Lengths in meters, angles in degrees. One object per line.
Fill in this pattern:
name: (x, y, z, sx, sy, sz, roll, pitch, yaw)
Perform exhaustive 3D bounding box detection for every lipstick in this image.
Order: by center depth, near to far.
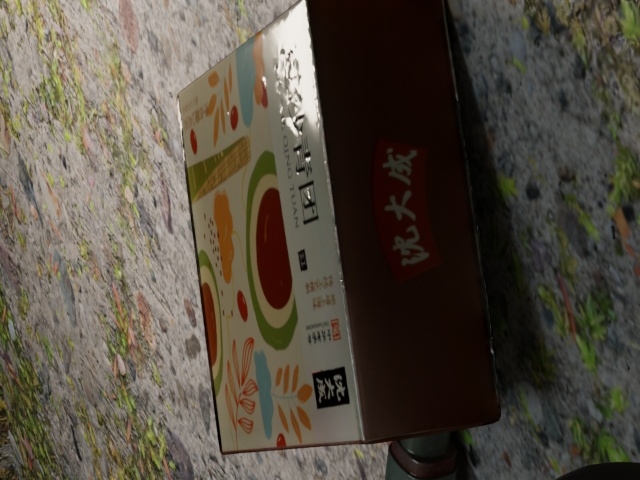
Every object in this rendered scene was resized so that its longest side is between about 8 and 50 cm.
lipstick: (0.097, 0.144, 1.643, 0.063, 0.057, 0.186, 47, 141, 46)

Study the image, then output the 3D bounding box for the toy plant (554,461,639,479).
toy plant: (0.209, 0.333, 1.325, 0.279, 0.185, 0.400, 26, 144, 25)

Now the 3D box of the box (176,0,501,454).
box: (0.000, 0.000, 1.612, 0.385, 0.122, 0.344, 159, 105, -69)
